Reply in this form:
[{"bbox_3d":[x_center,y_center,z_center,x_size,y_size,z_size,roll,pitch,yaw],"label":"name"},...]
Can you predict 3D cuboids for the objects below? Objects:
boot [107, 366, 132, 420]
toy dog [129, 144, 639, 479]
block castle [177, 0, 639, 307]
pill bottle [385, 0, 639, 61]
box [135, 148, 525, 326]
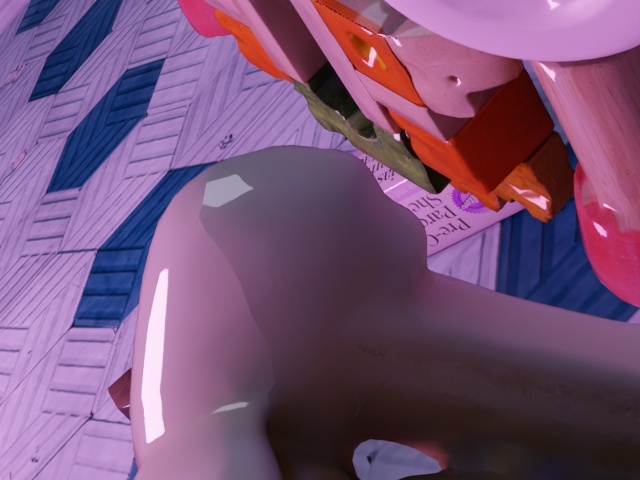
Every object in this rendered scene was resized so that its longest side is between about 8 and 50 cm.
[{"bbox_3d":[-0.042,0.109,0.867,0.115,0.112,0.305,-42,23,-6],"label":"boot"},{"bbox_3d":[0.040,0.224,0.391,0.395,0.284,0.408,-57,22,28],"label":"toy dog"},{"bbox_3d":[0.111,-0.177,0.774,0.303,0.213,0.453,-45,46,-9],"label":"block castle"},{"bbox_3d":[0.106,-0.210,0.552,0.146,0.146,0.264,-14,46,51],"label":"pill bottle"},{"bbox_3d":[0.000,0.000,0.973,0.324,0.067,0.063,-28,35,38],"label":"box"}]
